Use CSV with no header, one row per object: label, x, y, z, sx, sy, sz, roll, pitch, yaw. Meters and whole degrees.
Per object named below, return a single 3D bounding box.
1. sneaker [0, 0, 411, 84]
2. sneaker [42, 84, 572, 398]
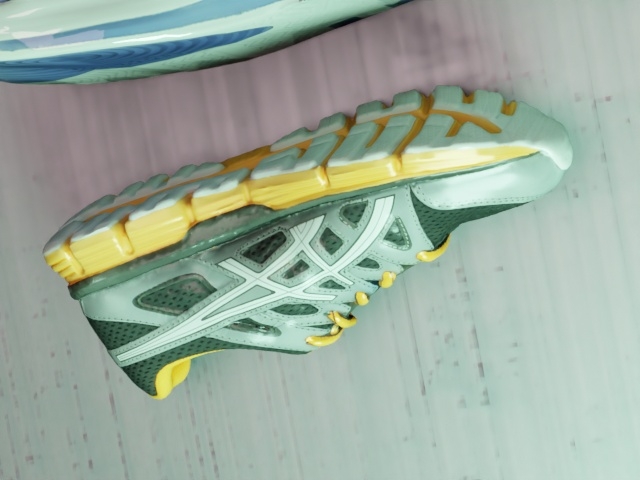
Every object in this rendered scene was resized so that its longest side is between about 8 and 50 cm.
sneaker,-0.013,-0.173,0.730,0.316,0.127,0.182,-14,87,11
sneaker,0.000,0.000,0.761,0.215,0.084,0.083,-16,104,21
